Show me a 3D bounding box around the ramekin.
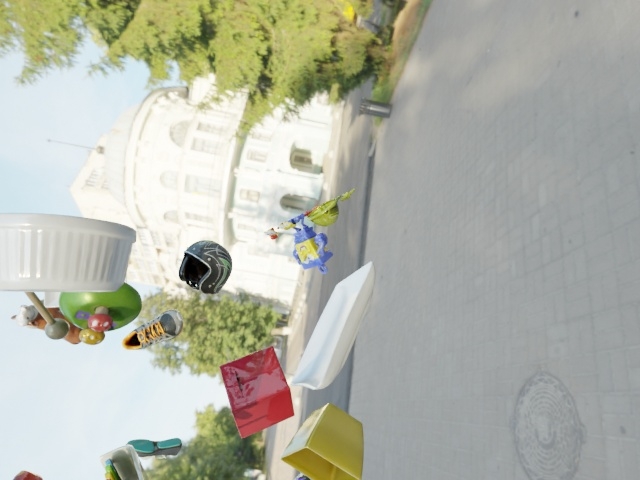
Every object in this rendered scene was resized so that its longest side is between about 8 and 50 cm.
[{"bbox_3d":[-0.499,0.034,0.824,0.273,0.273,0.127,125,146,-80],"label":"ramekin"}]

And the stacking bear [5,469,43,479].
[{"bbox_3d":[-1.061,0.859,1.415,0.289,0.175,0.164,1,-120,-62],"label":"stacking bear"}]

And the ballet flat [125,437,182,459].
[{"bbox_3d":[-0.612,0.769,1.586,0.074,0.203,0.074,-24,60,51],"label":"ballet flat"}]

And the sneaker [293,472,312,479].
[{"bbox_3d":[-0.124,1.038,1.714,0.146,0.102,0.293,-27,-32,-53],"label":"sneaker"}]

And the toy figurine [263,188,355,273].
[{"bbox_3d":[0.000,0.000,1.436,0.362,0.191,0.217,-20,98,48],"label":"toy figurine"}]

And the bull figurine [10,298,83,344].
[{"bbox_3d":[-1.013,0.285,1.666,0.310,0.101,0.188,62,-140,-51],"label":"bull figurine"}]

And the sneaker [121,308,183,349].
[{"bbox_3d":[-0.490,0.271,1.271,0.084,0.215,0.083,61,-160,7],"label":"sneaker"}]

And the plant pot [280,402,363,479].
[{"bbox_3d":[0.027,0.681,1.460,0.212,0.212,0.187,-49,9,46],"label":"plant pot"}]

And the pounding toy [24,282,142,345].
[{"bbox_3d":[-0.548,0.185,1.012,0.110,0.237,0.183,-105,11,-45],"label":"pounding toy"}]

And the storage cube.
[{"bbox_3d":[-0.212,0.506,1.456,0.183,0.193,0.215,-123,21,-45],"label":"storage cube"}]

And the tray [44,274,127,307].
[{"bbox_3d":[-0.820,0.152,1.522,0.030,0.270,0.145,152,113,-78],"label":"tray"}]

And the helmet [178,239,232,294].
[{"bbox_3d":[-0.367,0.079,1.404,0.169,0.169,0.161,-108,36,-82],"label":"helmet"}]

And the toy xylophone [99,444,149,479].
[{"bbox_3d":[-0.411,0.601,0.973,0.323,0.081,0.236,-13,102,62],"label":"toy xylophone"}]

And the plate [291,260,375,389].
[{"bbox_3d":[0.033,0.201,0.961,0.278,0.045,0.277,-63,6,-21],"label":"plate"}]
